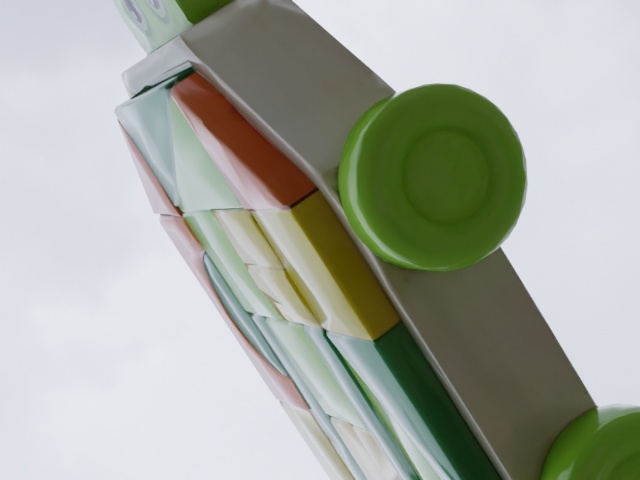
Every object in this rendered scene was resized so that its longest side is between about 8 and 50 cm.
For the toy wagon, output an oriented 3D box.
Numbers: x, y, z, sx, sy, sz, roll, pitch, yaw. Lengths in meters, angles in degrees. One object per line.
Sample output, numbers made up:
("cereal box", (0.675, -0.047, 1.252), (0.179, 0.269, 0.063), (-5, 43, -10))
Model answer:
("toy wagon", (0.000, 0.000, 0.522), (0.068, 0.267, 0.344), (-36, -79, -15))
